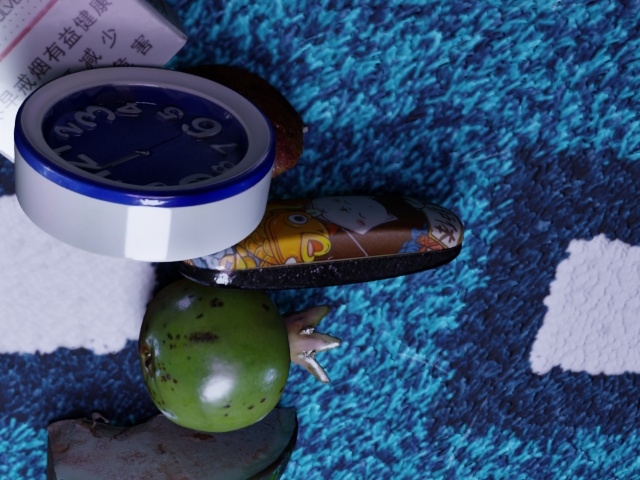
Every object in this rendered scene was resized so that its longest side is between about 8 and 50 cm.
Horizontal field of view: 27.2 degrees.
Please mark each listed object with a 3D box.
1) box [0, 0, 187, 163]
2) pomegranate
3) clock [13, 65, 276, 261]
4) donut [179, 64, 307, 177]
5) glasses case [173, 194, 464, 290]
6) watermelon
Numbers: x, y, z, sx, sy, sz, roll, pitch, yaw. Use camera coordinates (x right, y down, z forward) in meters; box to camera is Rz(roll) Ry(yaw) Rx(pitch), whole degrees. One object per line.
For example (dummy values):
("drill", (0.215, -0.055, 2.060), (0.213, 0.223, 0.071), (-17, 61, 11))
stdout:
("box", (-0.315, -0.231, 1.237), (0.210, 0.095, 0.330), (-44, 122, 11))
("pomegranate", (-0.089, 0.119, 1.463), (0.224, 0.181, 0.181), (-7, 122, -34))
("clock", (-0.157, -0.072, 1.186), (0.230, 0.230, 0.083), (-1, 127, -15))
("donut", (-0.130, -0.093, 1.372), (0.217, 0.085, 0.141), (-32, 122, 5))
("glasses case", (0.000, 0.000, 1.424), (0.321, 0.122, 0.082), (-5, 109, -20))
("watermelon", (-0.163, 0.280, 1.548), (0.305, 0.180, 0.224), (-3, 163, -18))
